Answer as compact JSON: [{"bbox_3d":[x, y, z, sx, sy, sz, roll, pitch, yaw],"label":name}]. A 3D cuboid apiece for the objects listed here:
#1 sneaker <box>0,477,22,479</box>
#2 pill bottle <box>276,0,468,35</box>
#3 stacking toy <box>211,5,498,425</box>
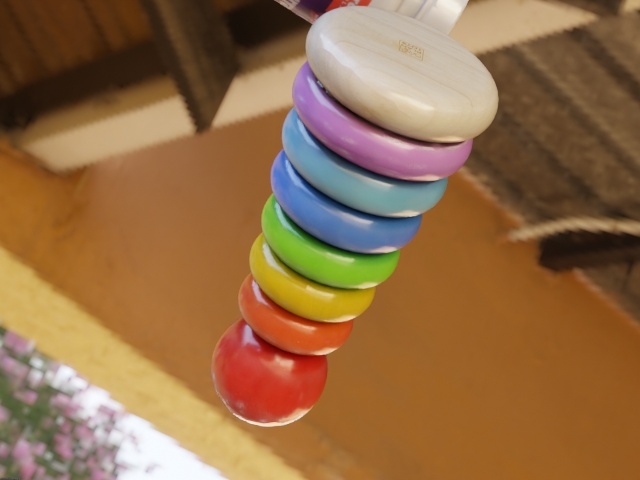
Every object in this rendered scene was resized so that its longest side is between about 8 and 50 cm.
[{"bbox_3d":[-0.167,0.197,0.923,0.281,0.162,0.106,7,36,-51],"label":"sneaker"},{"bbox_3d":[0.013,-0.213,1.244,0.193,0.108,0.108,31,-27,-10],"label":"pill bottle"},{"bbox_3d":[0.000,0.000,1.213,0.141,0.141,0.330,25,-60,-3],"label":"stacking toy"}]
